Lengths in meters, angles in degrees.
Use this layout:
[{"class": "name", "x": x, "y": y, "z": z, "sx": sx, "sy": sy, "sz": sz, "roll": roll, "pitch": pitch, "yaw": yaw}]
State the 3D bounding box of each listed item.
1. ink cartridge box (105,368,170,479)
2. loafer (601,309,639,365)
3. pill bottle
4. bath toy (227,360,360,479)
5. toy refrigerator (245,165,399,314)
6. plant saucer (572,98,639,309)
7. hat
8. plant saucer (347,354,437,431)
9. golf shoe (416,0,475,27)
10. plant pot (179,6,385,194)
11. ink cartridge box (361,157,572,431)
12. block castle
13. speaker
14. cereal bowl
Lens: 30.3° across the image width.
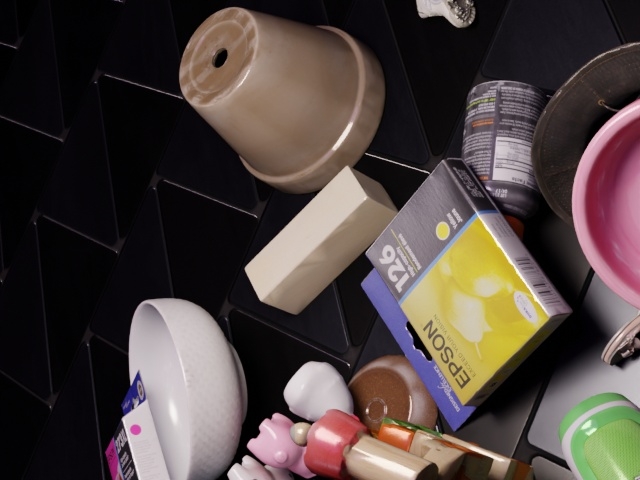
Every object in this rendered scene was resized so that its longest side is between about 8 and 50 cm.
[{"class": "ink cartridge box", "x": -0.315, "y": 0.433, "z": 2.100, "sx": 0.176, "sy": 0.069, "sz": 0.371, "roll": 123, "pitch": 135, "yaw": -55}, {"class": "loafer", "x": 0.449, "y": 0.131, "z": 1.669, "sx": 0.125, "sy": 0.045, "sz": 0.039, "roll": -51, "pitch": 54, "yaw": 9}, {"class": "pill bottle", "x": 0.282, "y": -0.115, "z": 1.850, "sx": 0.130, "sy": 0.130, "sz": 0.245, "roll": -5, "pitch": 70, "yaw": 40}, {"class": "bath toy", "x": -0.051, "y": 0.357, "z": 1.932, "sx": 0.129, "sy": 0.151, "sz": 0.348, "roll": 36, "pitch": 107, "yaw": 13}, {"class": "toy refrigerator", "x": 0.000, "y": 0.000, "z": 2.067, "sx": 0.269, "sy": 0.102, "sz": 0.094, "roll": -45, "pitch": 50, "yaw": 19}, {"class": "plant saucer", "x": 0.506, "y": -0.049, "z": 1.569, "sx": 0.332, "sy": 0.084, "sz": 0.332, "roll": 11, "pitch": 116, "yaw": 23}, {"class": "hat", "x": 0.468, "y": -0.147, "z": 1.679, "sx": 0.331, "sy": 0.331, "sz": 0.134, "roll": -26, "pitch": 17, "yaw": 31}, {"class": "plant saucer", "x": 0.098, "y": 0.278, "z": 1.916, "sx": 0.199, "sy": 0.036, "sz": 0.198, "roll": -17, "pitch": 62, "yaw": 35}, {"class": "golf shoe", "x": 0.212, "y": -0.418, "z": 2.093, "sx": 0.086, "sy": 0.069, "sz": 0.176, "roll": -58, "pitch": 40, "yaw": 34}, {"class": "plant pot", "x": -0.090, "y": -0.277, "z": 2.136, "sx": 0.323, "sy": 0.280, "sz": 0.323, "roll": -16, "pitch": 64, "yaw": 35}, {"class": "ink cartridge box", "x": 0.193, "y": 0.087, "z": 1.795, "sx": 0.307, "sy": 0.072, "sz": 0.303, "roll": -52, "pitch": 57, "yaw": 33}, {"class": "block castle", "x": 0.103, "y": 0.398, "z": 1.582, "sx": 0.213, "sy": 0.453, "sz": 0.303, "roll": 17, "pitch": 86, "yaw": 35}, {"class": "speaker", "x": 0.423, "y": 0.339, "z": 1.529, "sx": 0.131, "sy": 0.131, "sz": 0.296, "roll": -45, "pitch": 41, "yaw": 18}, {"class": "cereal bowl", "x": -0.221, "y": 0.263, "z": 2.080, "sx": 0.339, "sy": 0.141, "sz": 0.339, "roll": 172, "pitch": 90, "yaw": -66}]
